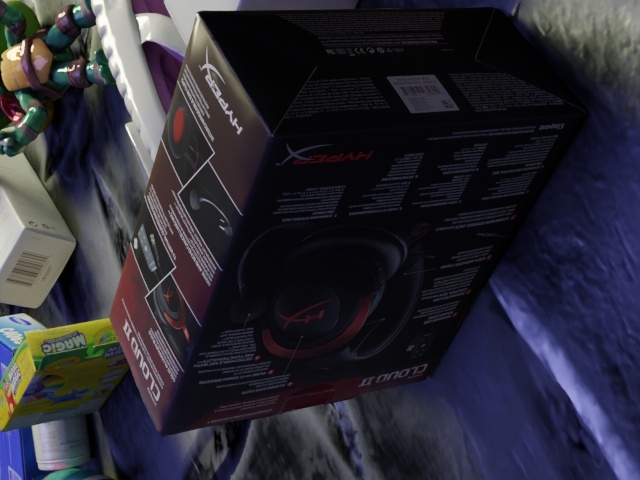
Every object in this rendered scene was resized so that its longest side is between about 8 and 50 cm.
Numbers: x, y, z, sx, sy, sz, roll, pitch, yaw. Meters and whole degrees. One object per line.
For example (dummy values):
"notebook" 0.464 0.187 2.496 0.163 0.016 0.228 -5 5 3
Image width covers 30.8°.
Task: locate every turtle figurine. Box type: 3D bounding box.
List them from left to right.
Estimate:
"turtle figurine" -0.319 -0.194 1.270 0.234 0.118 0.175 -15 103 27

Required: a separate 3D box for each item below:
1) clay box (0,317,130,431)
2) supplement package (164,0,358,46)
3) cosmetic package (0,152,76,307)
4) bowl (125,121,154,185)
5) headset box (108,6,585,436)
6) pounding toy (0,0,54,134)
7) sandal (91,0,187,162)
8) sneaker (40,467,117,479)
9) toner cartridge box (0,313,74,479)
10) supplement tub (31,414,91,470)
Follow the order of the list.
"clay box" -0.293 0.150 1.349 0.222 0.127 0.053 -50 56 50
"supplement package" -0.033 -0.213 0.857 0.105 0.105 0.179 60 142 30
"cosmetic package" -0.413 -0.029 1.512 0.117 0.085 0.231 -55 46 18
"bowl" -0.124 -0.036 1.064 0.142 0.053 0.142 78 166 -58
"headset box" 0.000 0.000 0.749 0.110 0.218 0.293 59 143 34
"pounding toy" -0.377 -0.164 1.413 0.237 0.110 0.183 -62 -1 -6
"sandal" -0.092 -0.123 0.970 0.102 0.169 0.416 -34 63 12
"sneaker" -0.318 0.417 1.454 0.178 0.123 0.296 13 101 52
"toner cartridge box" -0.404 0.290 1.614 0.165 0.075 0.348 17 112 55
"supplement tub" -0.336 0.235 1.494 0.071 0.071 0.107 -5 93 59
